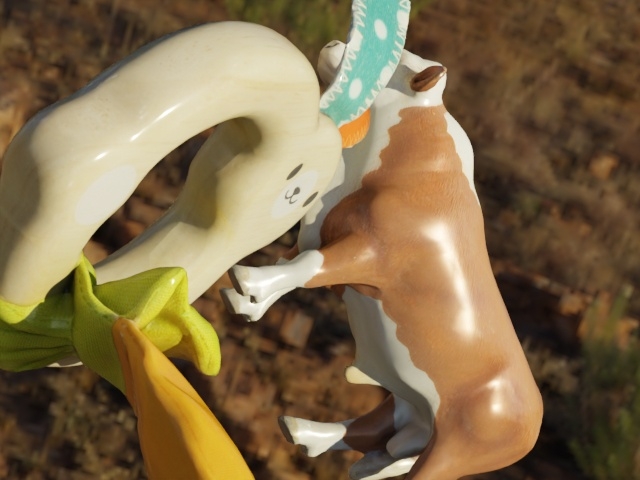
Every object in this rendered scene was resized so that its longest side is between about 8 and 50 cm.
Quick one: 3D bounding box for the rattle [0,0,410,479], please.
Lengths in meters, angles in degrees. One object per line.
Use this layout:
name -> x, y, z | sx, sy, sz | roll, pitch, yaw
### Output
rattle -> 0.000, 0.000, 0.494 | 0.143, 0.130, 0.199 | 30, 30, 30

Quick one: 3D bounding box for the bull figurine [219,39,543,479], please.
bull figurine -> 0.042, 0.032, 1.021 | 0.188, 0.310, 0.101 | -29, 17, -14
